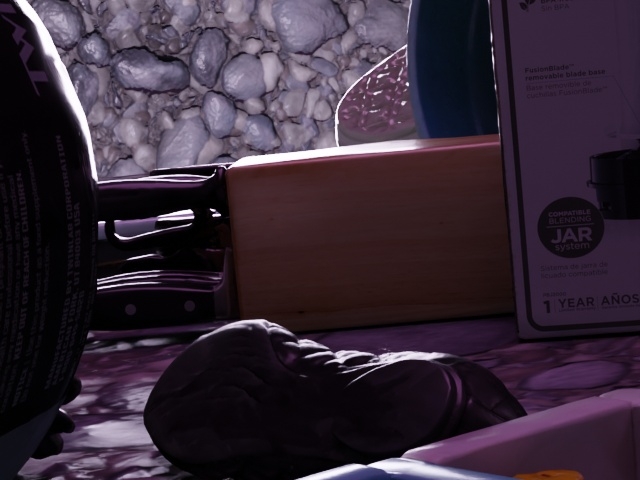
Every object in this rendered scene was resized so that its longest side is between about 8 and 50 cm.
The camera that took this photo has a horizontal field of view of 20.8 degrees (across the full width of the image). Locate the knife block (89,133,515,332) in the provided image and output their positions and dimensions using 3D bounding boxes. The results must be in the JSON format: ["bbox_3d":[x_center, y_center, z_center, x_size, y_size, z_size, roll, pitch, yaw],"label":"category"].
[{"bbox_3d":[0.000,0.000,0.894,0.242,0.088,0.275,-11,8,-41],"label":"knife block"}]

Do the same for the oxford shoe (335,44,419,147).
[{"bbox_3d":[0.210,-0.138,1.231,0.449,0.130,0.169,-33,29,-18],"label":"oxford shoe"}]

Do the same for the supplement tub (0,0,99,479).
[{"bbox_3d":[-0.184,0.011,0.313,0.207,0.207,0.338,-4,5,12],"label":"supplement tub"}]

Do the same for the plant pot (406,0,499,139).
[{"bbox_3d":[0.234,-0.110,1.026,0.255,0.272,0.271,7,-5,-43],"label":"plant pot"}]

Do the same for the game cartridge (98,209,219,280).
[{"bbox_3d":[-0.136,0.005,1.182,0.297,0.062,0.198,-6,1,-9],"label":"game cartridge"}]

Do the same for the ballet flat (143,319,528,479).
[{"bbox_3d":[-0.002,0.059,0.549,0.049,0.057,0.173,39,-21,-31],"label":"ballet flat"}]

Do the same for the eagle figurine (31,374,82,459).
[{"bbox_3d":[-0.229,-0.008,0.607,0.298,0.226,0.225,-21,40,9],"label":"eagle figurine"}]

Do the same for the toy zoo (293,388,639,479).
[{"bbox_3d":[0.072,0.070,0.362,0.293,0.030,0.192,-10,7,-38],"label":"toy zoo"}]

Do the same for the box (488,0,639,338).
[{"bbox_3d":[0.161,-0.108,0.791,0.169,0.290,0.087,-5,5,10],"label":"box"}]
